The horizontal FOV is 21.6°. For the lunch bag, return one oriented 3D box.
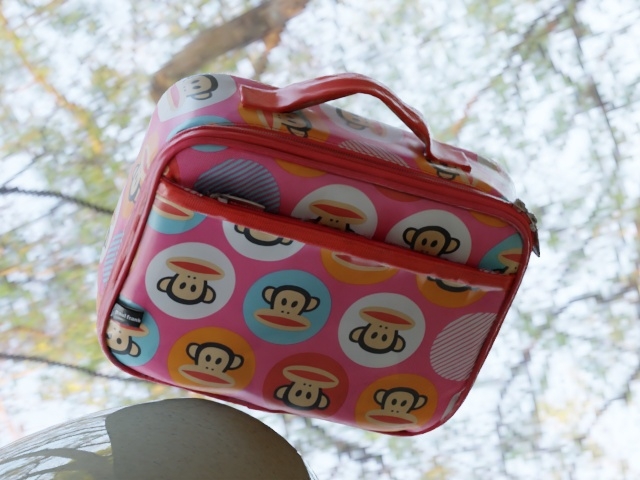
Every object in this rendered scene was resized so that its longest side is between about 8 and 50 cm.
[{"bbox_3d":[0.000,0.000,1.213,0.293,0.258,0.120,14,-150,-15],"label":"lunch bag"}]

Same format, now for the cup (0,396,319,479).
[{"bbox_3d":[-0.114,0.240,1.102,0.331,0.331,0.237,56,-140,-14],"label":"cup"}]
